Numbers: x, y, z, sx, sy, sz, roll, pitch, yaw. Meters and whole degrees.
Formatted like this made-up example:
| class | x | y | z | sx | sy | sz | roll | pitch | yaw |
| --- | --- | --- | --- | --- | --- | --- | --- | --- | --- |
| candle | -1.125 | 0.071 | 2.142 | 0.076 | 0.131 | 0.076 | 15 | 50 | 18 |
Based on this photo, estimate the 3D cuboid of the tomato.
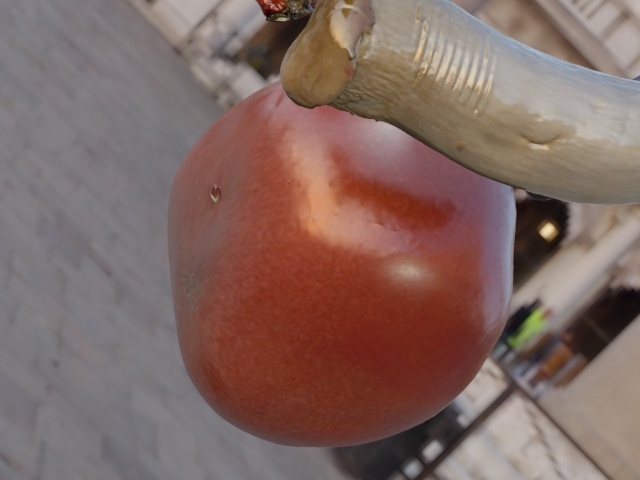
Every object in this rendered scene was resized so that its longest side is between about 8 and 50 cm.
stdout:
| class | x | y | z | sx | sy | sz | roll | pitch | yaw |
| --- | --- | --- | --- | --- | --- | --- | --- | --- | --- |
| tomato | 0.000 | 0.000 | 1.459 | 0.272 | 0.341 | 0.341 | 8 | 26 | -34 |

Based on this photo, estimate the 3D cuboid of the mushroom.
| class | x | y | z | sx | sy | sz | roll | pitch | yaw |
| --- | --- | --- | --- | --- | --- | --- | --- | --- | --- |
| mushroom | 0.144 | -0.098 | 1.208 | 0.351 | 0.123 | 0.095 | 13 | 2 | -19 |

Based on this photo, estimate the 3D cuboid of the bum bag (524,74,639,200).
| class | x | y | z | sx | sy | sz | roll | pitch | yaw |
| --- | --- | --- | --- | --- | --- | --- | --- | --- | --- |
| bum bag | 0.274 | -0.102 | 1.672 | 0.060 | 0.232 | 0.107 | 119 | -46 | -58 |

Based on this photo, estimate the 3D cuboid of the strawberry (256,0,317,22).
| class | x | y | z | sx | sy | sz | roll | pitch | yaw |
| --- | --- | --- | --- | --- | --- | --- | --- | --- | --- |
| strawberry | -0.042 | -0.269 | 1.559 | 0.048 | 0.104 | 0.152 | -77 | 144 | -75 |
